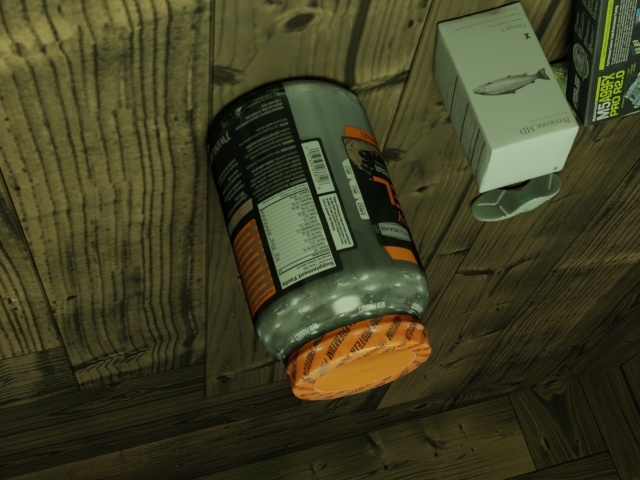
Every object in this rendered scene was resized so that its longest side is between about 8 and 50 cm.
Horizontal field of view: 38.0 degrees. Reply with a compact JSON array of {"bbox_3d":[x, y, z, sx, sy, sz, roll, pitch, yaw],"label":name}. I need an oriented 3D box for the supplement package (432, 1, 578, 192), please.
[{"bbox_3d":[0.208,-0.164,1.072,0.105,0.179,0.105,-16,156,-5],"label":"supplement package"}]

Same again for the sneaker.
[{"bbox_3d":[0.322,-0.061,1.528,0.152,0.054,0.061,-18,159,0],"label":"sneaker"}]

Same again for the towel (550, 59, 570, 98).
[{"bbox_3d":[0.283,-0.189,1.261,0.110,0.027,0.148,-14,157,-6],"label":"towel"}]

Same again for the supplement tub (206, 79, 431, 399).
[{"bbox_3d":[0.000,0.000,1.089,0.207,0.338,0.207,-15,157,-7],"label":"supplement tub"}]

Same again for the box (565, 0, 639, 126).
[{"bbox_3d":[0.401,-0.268,1.059,0.216,0.060,0.270,-16,142,-2],"label":"box"}]
